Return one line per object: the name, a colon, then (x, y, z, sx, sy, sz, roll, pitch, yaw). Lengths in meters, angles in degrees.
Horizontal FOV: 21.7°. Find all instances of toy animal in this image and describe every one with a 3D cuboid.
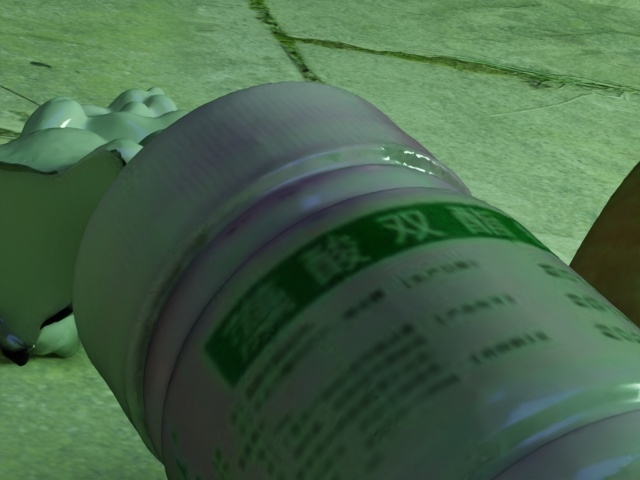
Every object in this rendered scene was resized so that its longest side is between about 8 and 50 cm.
toy animal: (-0.159, -0.013, 1.243, 0.289, 0.174, 0.249, -10, 19, -43)

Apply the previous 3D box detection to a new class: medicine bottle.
medicine bottle: (0.039, 0.085, 0.764, 0.212, 0.212, 0.325, 0, 31, -32)

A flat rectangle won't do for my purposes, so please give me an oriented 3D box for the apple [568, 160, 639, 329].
apple: (0.303, 0.101, 0.917, 0.346, 0.391, 0.391, 14, 17, 35)
